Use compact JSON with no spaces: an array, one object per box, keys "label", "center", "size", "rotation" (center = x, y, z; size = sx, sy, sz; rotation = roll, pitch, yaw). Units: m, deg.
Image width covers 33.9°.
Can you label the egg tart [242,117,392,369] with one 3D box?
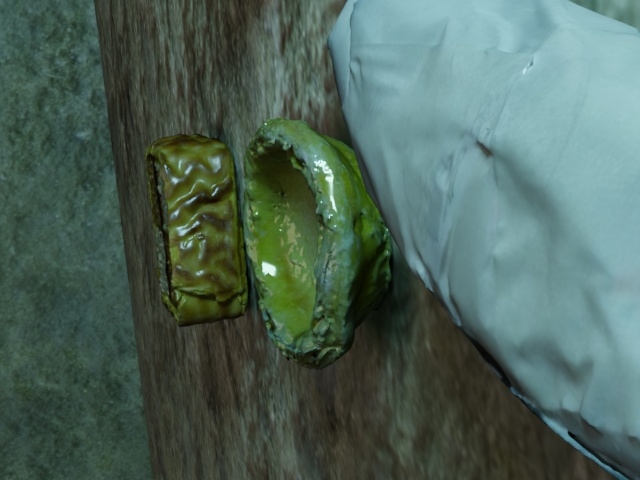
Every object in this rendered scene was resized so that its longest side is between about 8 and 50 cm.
[{"label":"egg tart","center":[0.000,0.000,0.778],"size":[0.197,0.078,0.197],"rotation":[170,90,-72]}]

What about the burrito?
[{"label":"burrito","center":[0.104,-0.004,0.371],"size":[0.445,0.101,0.139],"rotation":[-129,48,-59]}]

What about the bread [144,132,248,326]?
[{"label":"bread","center":[-0.147,-0.016,1.238],"size":[0.181,0.096,0.222],"rotation":[-170,73,-73]}]
